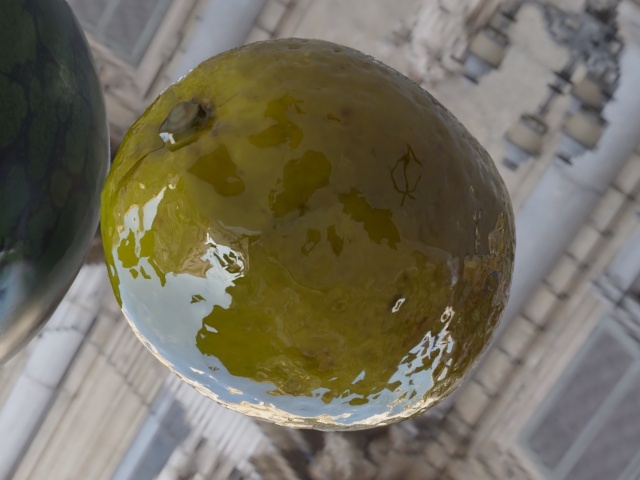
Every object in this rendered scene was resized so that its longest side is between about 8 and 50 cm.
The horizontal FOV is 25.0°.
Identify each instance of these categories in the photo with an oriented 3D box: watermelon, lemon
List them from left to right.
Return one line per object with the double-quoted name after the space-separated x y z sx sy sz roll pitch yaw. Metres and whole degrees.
-0.309 -0.064 0.987 0.363 0.363 0.363 27 -159 -11 "watermelon"
0.000 0.000 0.636 0.207 0.170 0.170 30 -164 -43 "lemon"
